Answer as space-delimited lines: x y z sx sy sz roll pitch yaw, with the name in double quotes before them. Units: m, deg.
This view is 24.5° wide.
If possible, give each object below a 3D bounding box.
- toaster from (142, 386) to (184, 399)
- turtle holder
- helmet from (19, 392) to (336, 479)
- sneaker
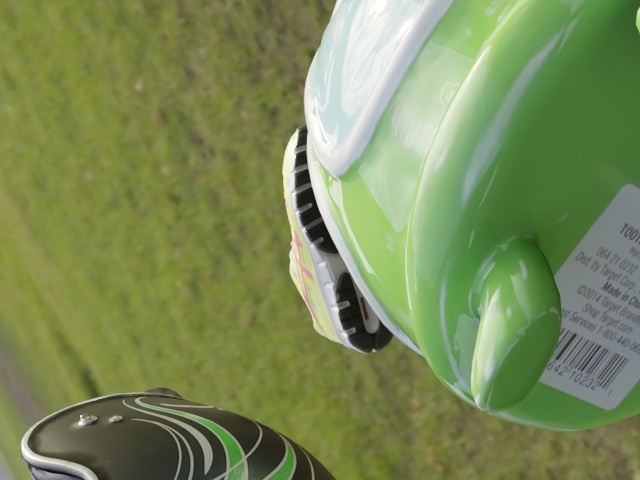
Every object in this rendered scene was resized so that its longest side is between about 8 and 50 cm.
"toaster" -0.083 0.215 0.993 0.186 0.110 0.168 53 -179 -41
"turtle holder" 0.118 -0.089 0.614 0.227 0.243 0.320 47 136 46
"helmet" -0.059 0.154 0.639 0.161 0.169 0.169 36 151 54
"sneaker" 0.000 0.000 1.317 0.094 0.081 0.209 -5 97 60
